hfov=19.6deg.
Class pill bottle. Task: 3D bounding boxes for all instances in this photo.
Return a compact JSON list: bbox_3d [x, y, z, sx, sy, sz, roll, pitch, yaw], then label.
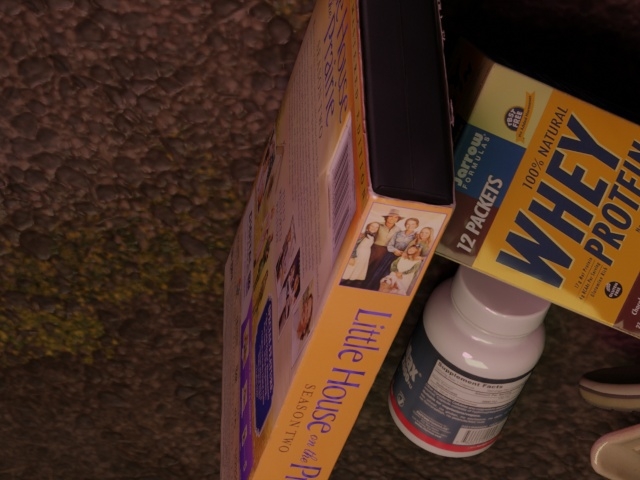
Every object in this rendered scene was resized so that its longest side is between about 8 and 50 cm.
[{"bbox_3d":[0.130,0.090,1.561,0.108,0.108,0.180,18,135,-2],"label":"pill bottle"}]

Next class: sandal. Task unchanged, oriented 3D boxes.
[{"bbox_3d":[0.346,0.066,1.496,0.303,0.120,0.086,-25,84,30],"label":"sandal"}]

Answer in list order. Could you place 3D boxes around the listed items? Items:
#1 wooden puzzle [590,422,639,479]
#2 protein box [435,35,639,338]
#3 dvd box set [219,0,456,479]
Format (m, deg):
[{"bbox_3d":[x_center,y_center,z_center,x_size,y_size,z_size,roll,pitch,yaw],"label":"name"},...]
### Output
[{"bbox_3d":[0.385,0.183,1.582,0.238,0.044,0.221,-28,141,33],"label":"wooden puzzle"},{"bbox_3d":[0.174,-0.040,1.331,0.201,0.200,0.136,23,100,-7],"label":"protein box"},{"bbox_3d":[0.000,0.000,1.369,0.062,0.308,0.420,9,136,-12],"label":"dvd box set"}]
